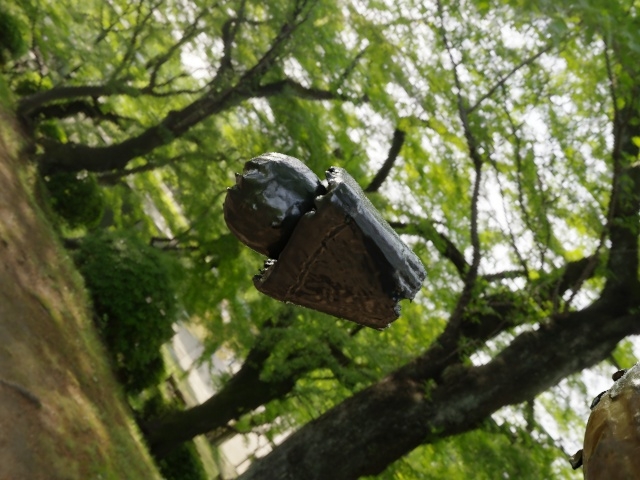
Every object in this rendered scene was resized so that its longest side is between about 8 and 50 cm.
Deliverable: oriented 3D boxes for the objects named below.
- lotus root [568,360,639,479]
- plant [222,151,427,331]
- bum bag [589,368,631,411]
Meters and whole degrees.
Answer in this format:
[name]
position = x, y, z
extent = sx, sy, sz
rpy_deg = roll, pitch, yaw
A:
[lotus root]
position = 0.307, 0.190, 0.516
extent = 0.272, 0.272, 0.192
rpy_deg = 56, 17, -32
[plant]
position = 0.000, 0.000, 0.806
extent = 0.256, 0.164, 0.142
rpy_deg = 34, 15, -1
[bum bag]
position = 0.442, 0.170, 0.819
extent = 0.123, 0.060, 0.248
rpy_deg = 28, -44, 6
